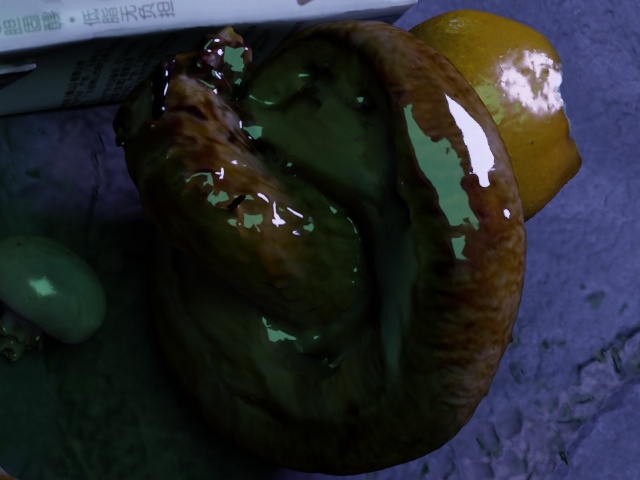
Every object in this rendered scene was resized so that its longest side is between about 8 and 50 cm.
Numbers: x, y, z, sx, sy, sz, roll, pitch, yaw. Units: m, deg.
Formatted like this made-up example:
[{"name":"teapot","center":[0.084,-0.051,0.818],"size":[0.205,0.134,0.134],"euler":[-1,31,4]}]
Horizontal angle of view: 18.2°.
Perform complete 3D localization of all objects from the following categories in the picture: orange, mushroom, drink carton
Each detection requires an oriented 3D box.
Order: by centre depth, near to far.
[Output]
[{"name":"mushroom","center":[-0.001,-0.009,1.236],"size":[0.283,0.263,0.195],"euler":[49,28,-9]},{"name":"mushroom","center":[-0.179,0.039,1.241],"size":[0.085,0.085,0.079],"euler":[37,102,-6]},{"name":"drink carton","center":[-0.114,-0.203,1.319],"size":[0.324,0.132,0.194],"euler":[-10,74,-24]},{"name":"orange","center":[0.109,-0.081,1.355],"size":[0.156,0.134,0.157],"euler":[-14,90,-68]}]

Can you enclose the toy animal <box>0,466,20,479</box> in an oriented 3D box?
[{"name":"toy animal","center":[-0.225,0.184,1.052],"size":[0.284,0.225,0.302],"euler":[23,25,22]}]
